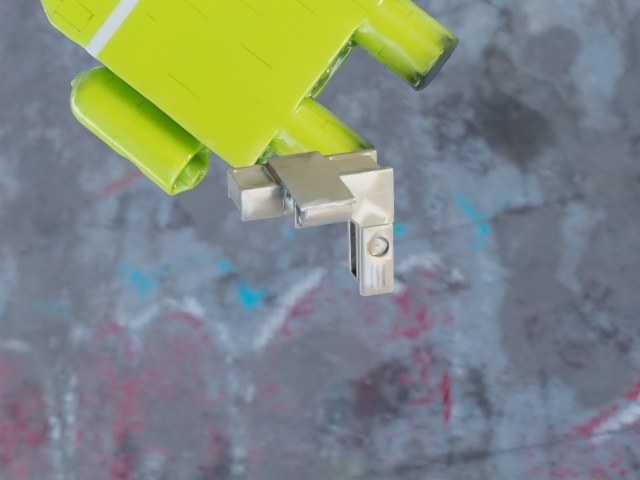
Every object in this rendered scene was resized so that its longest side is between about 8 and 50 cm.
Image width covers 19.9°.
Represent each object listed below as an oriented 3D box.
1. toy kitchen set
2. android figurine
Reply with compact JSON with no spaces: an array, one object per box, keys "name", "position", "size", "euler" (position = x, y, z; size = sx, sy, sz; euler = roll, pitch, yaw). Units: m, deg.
[{"name":"toy kitchen set","position":[0.000,0.000,0.969],"size":[0.068,0.083,0.075],"euler":[-126,31,-61]},{"name":"android figurine","position":[-0.058,-0.155,1.118],"size":[0.273,0.056,0.248],"euler":[37,97,8]}]
